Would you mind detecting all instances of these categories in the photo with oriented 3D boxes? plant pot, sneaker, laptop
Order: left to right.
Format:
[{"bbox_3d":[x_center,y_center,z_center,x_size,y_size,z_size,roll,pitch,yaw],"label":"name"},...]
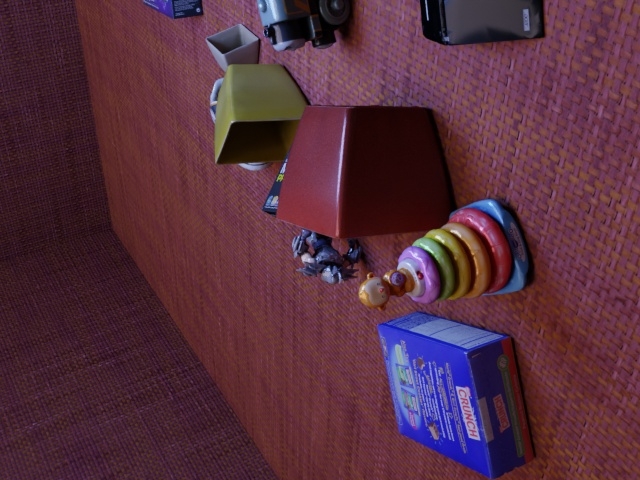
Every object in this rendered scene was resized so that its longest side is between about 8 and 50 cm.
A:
[{"bbox_3d":[-0.228,-0.497,2.059,0.109,0.109,0.096,47,158,40],"label":"plant pot"},{"bbox_3d":[-0.229,-0.329,2.142,0.321,0.126,0.127,53,155,36],"label":"sneaker"},{"bbox_3d":[-0.161,-0.326,1.940,0.212,0.212,0.187,126,134,-60],"label":"plant pot"},{"bbox_3d":[0.084,-0.148,1.518,0.267,0.267,0.235,19,111,59],"label":"plant pot"},{"bbox_3d":[0.246,-0.447,1.254,0.264,0.137,0.234,-104,5,-71],"label":"laptop"}]

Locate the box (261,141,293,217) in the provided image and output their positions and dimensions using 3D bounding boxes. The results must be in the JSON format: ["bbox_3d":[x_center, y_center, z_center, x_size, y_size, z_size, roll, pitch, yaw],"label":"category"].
[{"bbox_3d":[-0.018,-0.147,1.781,0.270,0.060,0.216,11,75,62],"label":"box"}]

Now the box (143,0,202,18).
[{"bbox_3d":[-0.459,-0.788,2.321,0.261,0.103,0.184,38,136,49],"label":"box"}]

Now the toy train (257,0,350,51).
[{"bbox_3d":[-0.062,-0.553,1.578,0.142,0.190,0.333,10,115,58],"label":"toy train"}]

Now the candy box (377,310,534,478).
[{"bbox_3d":[0.270,0.305,1.590,0.317,0.122,0.268,10,115,62],"label":"candy box"}]

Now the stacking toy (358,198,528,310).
[{"bbox_3d":[0.197,0.050,1.350,0.166,0.302,0.175,-20,88,65],"label":"stacking toy"}]

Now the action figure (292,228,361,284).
[{"bbox_3d":[0.000,0.000,1.861,0.099,0.185,0.285,-47,44,25],"label":"action figure"}]
